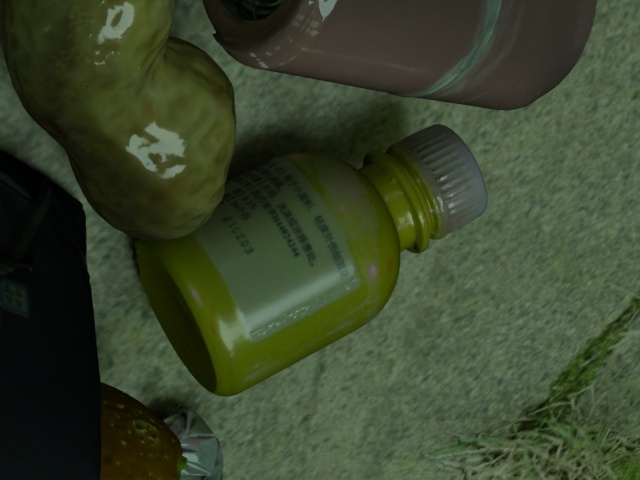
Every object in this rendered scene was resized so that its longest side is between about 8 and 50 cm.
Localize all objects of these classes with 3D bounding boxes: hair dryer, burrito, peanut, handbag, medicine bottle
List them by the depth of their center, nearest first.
[{"bbox_3d":[-0.201,0.024,0.973,0.089,0.211,0.254,-15,152,26],"label":"handbag"},{"bbox_3d":[-0.109,-0.086,1.005,0.103,0.098,0.229,-56,147,-24],"label":"peanut"},{"bbox_3d":[0.081,-0.248,1.013,0.210,0.125,0.352,5,113,-41],"label":"hair dryer"},{"bbox_3d":[0.000,0.000,1.157,0.212,0.122,0.122,-28,140,-17],"label":"medicine bottle"},{"bbox_3d":[-0.096,0.193,1.315,0.064,0.064,0.203,-24,141,-20],"label":"burrito"}]

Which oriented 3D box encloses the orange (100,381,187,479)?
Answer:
[{"bbox_3d":[-0.201,0.178,1.114,0.237,0.179,0.158,-50,125,-1],"label":"orange"}]
